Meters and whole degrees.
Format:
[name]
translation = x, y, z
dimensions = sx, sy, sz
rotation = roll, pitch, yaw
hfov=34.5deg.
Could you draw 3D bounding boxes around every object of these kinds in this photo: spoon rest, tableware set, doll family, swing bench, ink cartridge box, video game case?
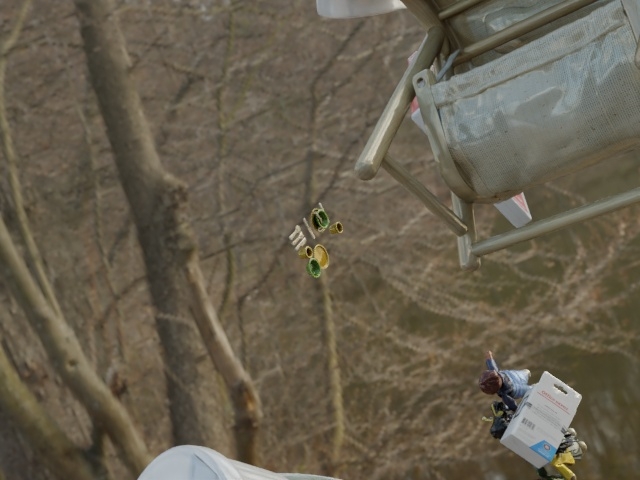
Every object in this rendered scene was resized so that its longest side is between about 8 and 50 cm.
[spoon rest]
translation = 0.124, -0.390, 1.535
dimensions = 0.276, 0.137, 0.084
rotation = -28, 45, -27
[tableware set]
translation = 0.000, 0.000, 1.924
dimensions = 0.024, 0.104, 0.154
rotation = -16, 19, 32
[doll family]
translation = 0.232, 0.211, 1.145
dimensions = 0.111, 0.193, 0.076
rotation = 8, -55, -51
[swing bench]
translation = 0.185, -0.147, 0.843
dimensions = 0.253, 0.165, 0.254
rotation = -20, 46, 36
[ink cartridge box]
translation = 0.220, 0.178, 1.024
dimensions = 0.083, 0.048, 0.028
rotation = -53, -4, -31
[video game case]
translation = 0.194, -0.143, 1.383
dimensions = 0.025, 0.204, 0.285
rotation = -41, 16, 19

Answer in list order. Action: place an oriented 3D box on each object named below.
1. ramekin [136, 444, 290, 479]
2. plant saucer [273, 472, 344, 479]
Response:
[ramekin]
translation = -0.099, 0.345, 1.022
dimensions = 0.127, 0.272, 0.273
rotation = 16, -22, -33
[plant saucer]
translation = -0.047, 0.456, 1.336
dimensions = 0.401, 0.400, 0.100
rotation = -23, 39, 18
